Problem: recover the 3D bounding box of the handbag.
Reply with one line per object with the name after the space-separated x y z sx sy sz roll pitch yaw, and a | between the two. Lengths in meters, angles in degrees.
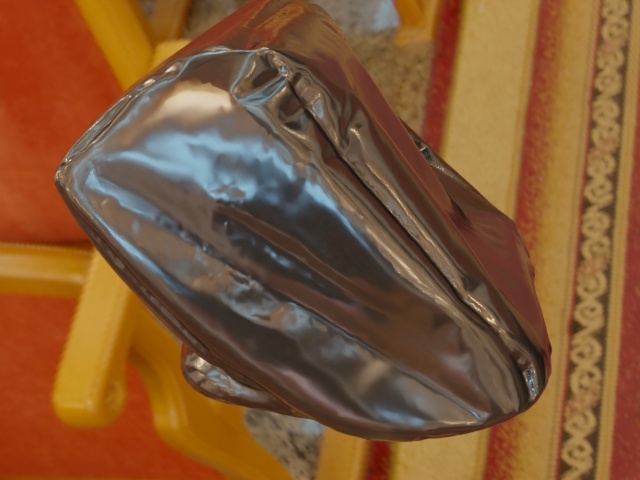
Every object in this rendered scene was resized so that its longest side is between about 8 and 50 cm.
-0.003 0.001 0.779 0.178 0.275 0.302 -36 10 13 | handbag
